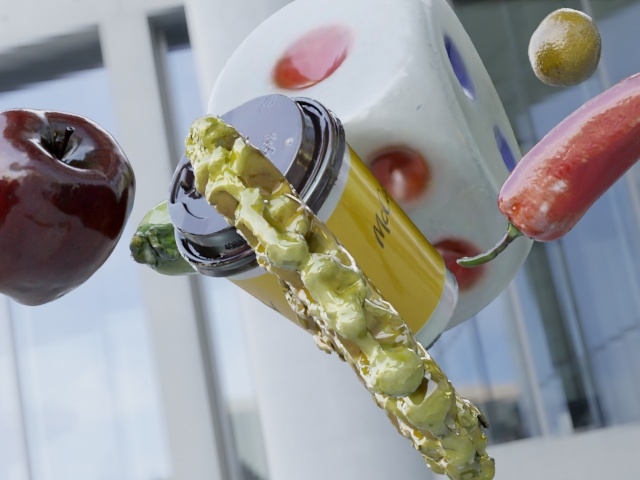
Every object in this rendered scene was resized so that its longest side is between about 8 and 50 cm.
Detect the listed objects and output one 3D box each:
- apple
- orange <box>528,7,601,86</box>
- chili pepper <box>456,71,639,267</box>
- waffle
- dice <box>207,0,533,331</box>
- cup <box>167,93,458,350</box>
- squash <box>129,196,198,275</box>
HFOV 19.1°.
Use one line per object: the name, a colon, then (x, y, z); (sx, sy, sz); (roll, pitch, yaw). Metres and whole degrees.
apple: (-0.332, -0.043, 2.220); (0.234, 0.234, 0.234); (-9, -21, -4)
orange: (0.284, -0.224, 2.205); (0.085, 0.095, 0.085); (13, -36, 9)
chili pepper: (0.213, -0.066, 1.520); (0.272, 0.071, 0.063); (-42, -5, 16)
waffle: (0.016, 0.048, 1.340); (0.060, 0.307, 0.312); (-38, -30, -3)
dice: (0.059, -0.088, 2.087); (0.277, 0.304, 0.304); (-23, -57, 13)
cup: (0.000, 0.000, 1.816); (0.196, 0.196, 0.280); (-24, -50, 32)
squash: (-0.155, -0.016, 2.254); (0.137, 0.137, 0.287); (-30, -8, 40)
